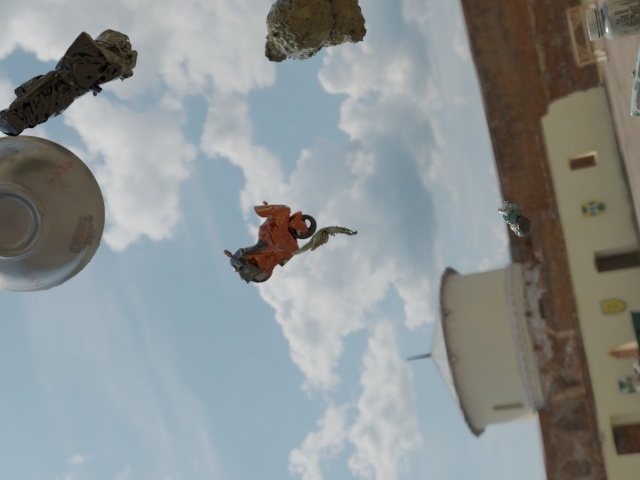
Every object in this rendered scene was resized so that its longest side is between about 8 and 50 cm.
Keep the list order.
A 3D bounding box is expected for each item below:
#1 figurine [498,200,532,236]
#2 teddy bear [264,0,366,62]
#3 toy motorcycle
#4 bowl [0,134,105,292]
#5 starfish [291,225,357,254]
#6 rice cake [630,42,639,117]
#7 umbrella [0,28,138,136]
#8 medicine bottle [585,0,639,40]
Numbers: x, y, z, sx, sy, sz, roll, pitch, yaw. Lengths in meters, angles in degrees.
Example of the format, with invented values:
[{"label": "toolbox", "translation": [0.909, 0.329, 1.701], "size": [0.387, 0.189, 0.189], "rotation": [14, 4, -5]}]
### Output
[{"label": "figurine", "translation": [0.484, -0.056, 1.837], "size": [0.106, 0.047, 0.060], "rotation": [41, -127, -25]}, {"label": "teddy bear", "translation": [-0.019, -0.479, 1.603], "size": [0.256, 0.267, 0.156], "rotation": [-21, -123, -43]}, {"label": "toy motorcycle", "translation": [-0.181, 0.000, 2.492], "size": [0.221, 0.326, 0.148], "rotation": [39, -168, -26]}, {"label": "bowl", "translation": [-0.626, -0.045, 1.532], "size": [0.157, 0.345, 0.346], "rotation": [-142, 35, -77]}, {"label": "starfish", "translation": [0.000, 0.000, 1.968], "size": [0.053, 0.175, 0.208], "rotation": [63, -168, 7]}, {"label": "rice cake", "translation": [0.810, -0.399, 1.772], "size": [0.043, 0.127, 0.237], "rotation": [65, -142, -77]}, {"label": "umbrella", "translation": [-0.512, -0.325, 1.521], "size": [0.113, 0.106, 0.358], "rotation": [42, -131, -3]}, {"label": "medicine bottle", "translation": [0.599, -0.441, 1.466], "size": [0.079, 0.140, 0.079], "rotation": [-10, -90, -68]}]
